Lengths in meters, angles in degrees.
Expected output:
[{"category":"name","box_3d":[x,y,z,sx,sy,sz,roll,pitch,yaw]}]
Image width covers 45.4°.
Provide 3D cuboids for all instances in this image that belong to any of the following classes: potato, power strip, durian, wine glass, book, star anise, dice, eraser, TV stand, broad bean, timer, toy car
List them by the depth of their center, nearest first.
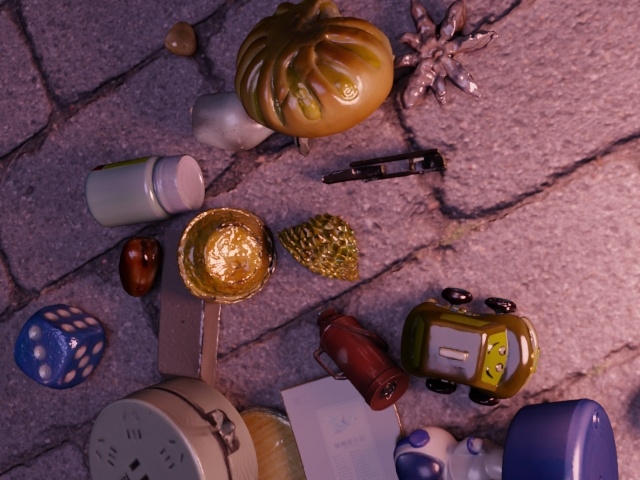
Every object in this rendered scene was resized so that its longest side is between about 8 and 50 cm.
[{"category":"timer","box_3d":[0.307,0.413,1.358,0.383,0.270,0.271,-6,87,34]},{"category":"toy car","box_3d":[0.261,0.197,1.377,0.247,0.198,0.204,11,92,19]},{"category":"star anise","box_3d":[0.225,-0.348,1.452,0.229,0.093,0.236,42,100,15]},{"category":"durian","box_3d":[0.002,-0.003,1.511,0.186,0.119,0.108,33,103,18]},{"category":"book","box_3d":[0.065,0.415,1.514,0.216,0.021,0.311,-18,83,6]},{"category":"TV stand","box_3d":[0.123,-0.143,1.515,0.249,0.036,0.042,-7,88,19]},{"category":"power strip","box_3d":[-0.295,0.448,1.536,0.357,0.161,0.358,7,102,34]},{"category":"wine glass","box_3d":[-0.137,-0.240,1.560,0.241,0.126,0.127,7,92,16]},{"category":"eraser","box_3d":[-0.276,0.156,1.629,0.111,0.077,0.353,4,91,22]},{"category":"broad bean","box_3d":[-0.390,0.056,1.641,0.084,0.165,0.114,11,64,-16]},{"category":"potato","box_3d":[-0.301,-0.435,1.652,0.062,0.068,0.083,-13,66,57]},{"category":"dice","box_3d":[-0.576,0.233,1.696,0.146,0.143,0.146,29,102,16]}]

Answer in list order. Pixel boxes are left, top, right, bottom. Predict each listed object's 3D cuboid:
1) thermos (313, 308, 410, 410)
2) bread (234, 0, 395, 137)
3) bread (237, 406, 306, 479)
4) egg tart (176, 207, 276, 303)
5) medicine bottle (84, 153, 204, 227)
[{"category":"thermos","box_3d":[0.062,0.218,1.482,0.124,0.099,0.232,-39,53,-9]},{"category":"bread","box_3d":[-0.022,-0.334,1.431,0.332,0.160,0.333,-8,49,9]},{"category":"bread","box_3d":[-0.115,0.476,1.587,0.266,0.040,0.267,-1,88,19]},{"category":"egg tart","box_3d":[-0.186,0.031,1.546,0.212,0.090,0.213,-1,92,-21]},{"category":"medicine bottle","box_3d":[-0.375,-0.107,1.631,0.225,0.139,0.139,-7,87,19]}]
